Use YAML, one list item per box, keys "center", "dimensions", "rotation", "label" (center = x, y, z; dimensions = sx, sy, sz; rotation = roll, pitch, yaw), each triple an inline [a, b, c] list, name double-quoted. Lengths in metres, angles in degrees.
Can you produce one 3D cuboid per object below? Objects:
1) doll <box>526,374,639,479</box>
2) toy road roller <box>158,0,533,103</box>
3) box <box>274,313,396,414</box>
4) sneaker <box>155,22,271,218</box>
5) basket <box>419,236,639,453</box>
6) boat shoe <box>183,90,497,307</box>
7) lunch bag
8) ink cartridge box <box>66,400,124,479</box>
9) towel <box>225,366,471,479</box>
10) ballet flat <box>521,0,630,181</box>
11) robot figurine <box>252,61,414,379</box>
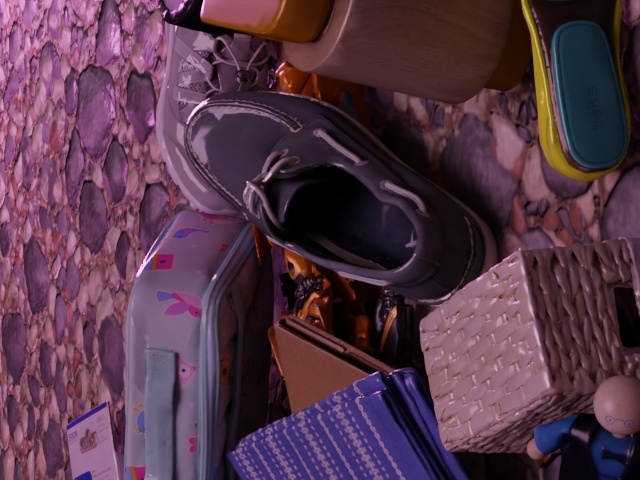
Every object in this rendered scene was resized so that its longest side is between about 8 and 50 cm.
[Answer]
- center: [0.192, 0.161, 1.113]
  dimensions: [0.129, 0.046, 0.189]
  rotation: [14, 129, 21]
  label: "doll"
- center: [0.024, -0.250, 1.314]
  dimensions: [0.329, 0.202, 0.241]
  rotation: [30, 109, 62]
  label: "toy road roller"
- center: [0.033, 0.174, 1.418]
  dimensions: [0.164, 0.021, 0.201]
  rotation: [24, 133, 47]
  label: "box"
- center: [-0.098, -0.159, 1.667]
  dimensions: [0.115, 0.105, 0.281]
  rotation: [-35, 61, 60]
  label: "sneaker"
- center: [0.151, 0.077, 1.181]
  dimensions: [0.167, 0.103, 0.113]
  rotation: [136, 127, -58]
  label: "basket"
- center: [-0.005, -0.045, 1.374]
  dimensions: [0.319, 0.099, 0.116]
  rotation: [31, 101, 34]
  label: "boat shoe"
- center: [-0.112, 0.130, 1.602]
  dimensions: [0.224, 0.107, 0.279]
  rotation: [-68, -19, -65]
  label: "lunch bag"
- center: [-0.228, 0.382, 2.030]
  dimensions: [0.176, 0.069, 0.371]
  rotation: [-33, 65, 61]
  label: "ink cartridge box"
- center: [0.050, 0.235, 1.395]
  dimensions: [0.243, 0.040, 0.336]
  rotation: [59, 152, 1]
  label: "towel"
- center: [0.167, -0.154, 1.171]
  dimensions: [0.077, 0.077, 0.231]
  rotation: [-172, 79, -80]
  label: "ballet flat"
- center: [0.000, 0.000, 1.502]
  dimensions: [0.211, 0.085, 0.291]
  rotation: [-36, 60, 59]
  label: "robot figurine"
